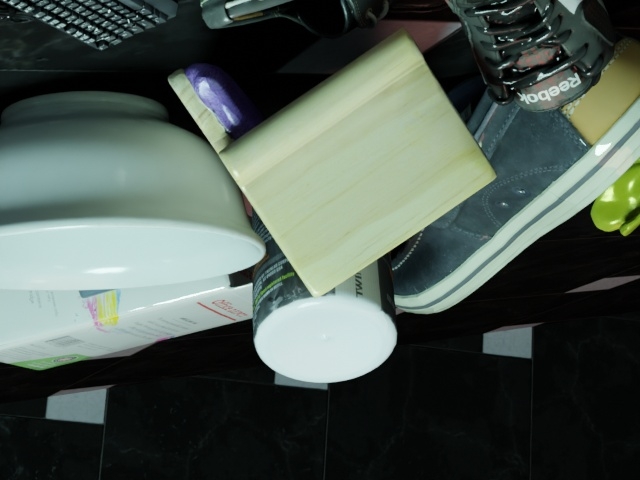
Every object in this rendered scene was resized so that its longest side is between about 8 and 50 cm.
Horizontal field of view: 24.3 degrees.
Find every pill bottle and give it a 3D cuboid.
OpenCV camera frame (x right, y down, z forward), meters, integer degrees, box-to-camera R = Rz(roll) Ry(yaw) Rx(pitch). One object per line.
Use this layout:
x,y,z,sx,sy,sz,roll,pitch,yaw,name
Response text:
0.000,0.000,1.390,0.131,0.245,0.130,-2,139,-1,pill bottle

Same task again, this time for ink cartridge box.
-0.180,0.035,1.573,0.354,0.119,0.207,-14,168,7,ink cartridge box

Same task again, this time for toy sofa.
0.001,-0.084,1.121,0.150,0.177,0.362,-33,-176,0,toy sofa

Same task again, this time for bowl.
-0.195,-0.044,1.253,0.298,0.134,0.298,-3,169,-1,bowl

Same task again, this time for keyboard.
-0.180,-0.163,1.008,0.108,0.023,0.180,-14,167,18,keyboard

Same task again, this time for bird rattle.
0.387,-0.104,1.685,0.254,0.143,0.207,-19,-174,-28,bird rattle

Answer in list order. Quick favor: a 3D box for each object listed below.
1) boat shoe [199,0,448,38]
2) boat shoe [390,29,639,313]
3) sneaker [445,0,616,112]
0.009,-0.170,1.009,0.233,0.079,0.084,-2,164,-42,boat shoe
0.159,-0.069,1.393,0.187,0.156,0.500,-48,180,-26,boat shoe
0.137,-0.158,0.992,0.098,0.135,0.276,-15,172,20,sneaker
